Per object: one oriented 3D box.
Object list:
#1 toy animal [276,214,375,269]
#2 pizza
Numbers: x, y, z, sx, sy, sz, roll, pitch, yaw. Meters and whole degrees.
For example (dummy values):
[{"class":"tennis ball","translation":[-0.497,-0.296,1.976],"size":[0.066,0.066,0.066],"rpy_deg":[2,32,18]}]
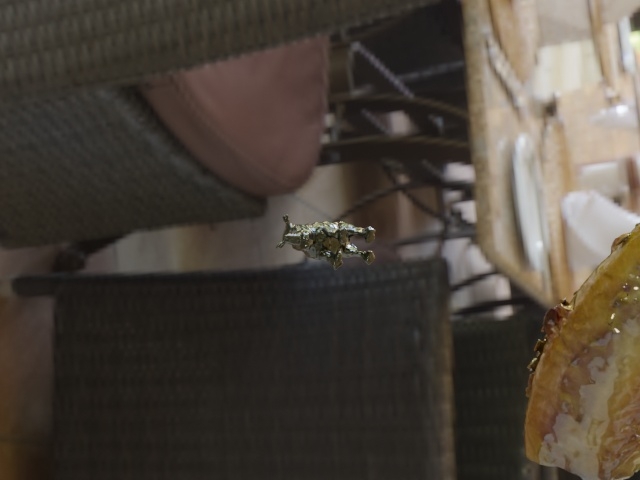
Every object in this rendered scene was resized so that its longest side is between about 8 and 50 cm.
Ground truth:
[{"class":"toy animal","translation":[0.000,0.000,1.394],"size":[0.136,0.065,0.047],"rpy_deg":[-4,110,-55]},{"class":"pizza","translation":[0.229,0.026,0.772],"size":[0.161,0.305,0.085],"rpy_deg":[30,20,-36]}]
